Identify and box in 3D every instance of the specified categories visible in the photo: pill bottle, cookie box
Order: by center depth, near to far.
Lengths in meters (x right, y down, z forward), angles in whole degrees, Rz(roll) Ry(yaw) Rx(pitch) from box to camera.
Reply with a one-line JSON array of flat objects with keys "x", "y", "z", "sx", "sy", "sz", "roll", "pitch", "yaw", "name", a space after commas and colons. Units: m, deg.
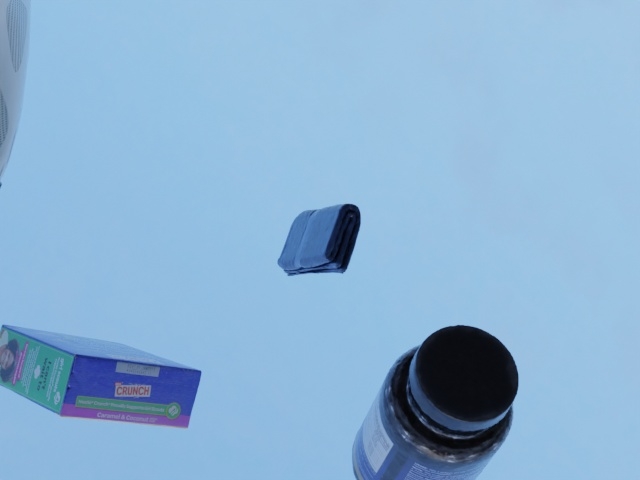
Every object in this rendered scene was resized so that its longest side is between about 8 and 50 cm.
[{"x": -0.143, "y": 0.085, "z": 0.823, "sx": 0.092, "sy": 0.107, "sz": 0.040, "roll": 13, "pitch": -92, "yaw": -37, "name": "cookie box"}, {"x": 0.107, "y": 0.169, "z": 1.216, "sx": 0.122, "sy": 0.219, "sz": 0.123, "roll": 5, "pitch": -121, "yaw": -9, "name": "pill bottle"}]

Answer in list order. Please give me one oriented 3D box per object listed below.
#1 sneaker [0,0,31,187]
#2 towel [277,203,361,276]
[{"x": -0.180, "y": -0.193, "z": 0.516, "sx": 0.169, "sy": 0.257, "sz": 0.448, "roll": -11, "pitch": -72, "yaw": -26, "name": "sneaker"}, {"x": 0.000, "y": 0.000, "z": 1.246, "sx": 0.029, "sy": 0.119, "sz": 0.067, "roll": 24, "pitch": -103, "yaw": -20, "name": "towel"}]
